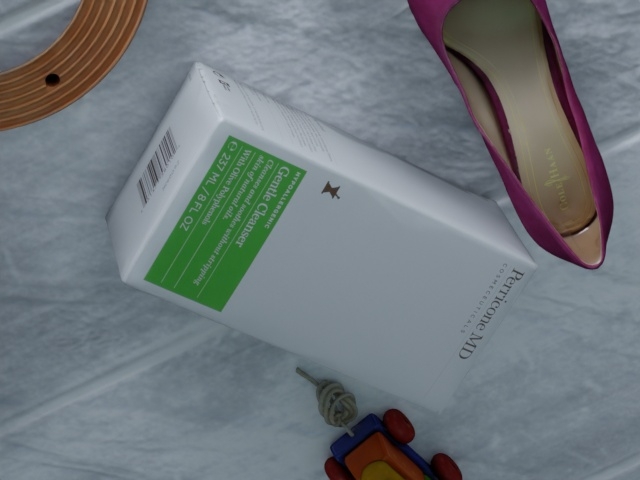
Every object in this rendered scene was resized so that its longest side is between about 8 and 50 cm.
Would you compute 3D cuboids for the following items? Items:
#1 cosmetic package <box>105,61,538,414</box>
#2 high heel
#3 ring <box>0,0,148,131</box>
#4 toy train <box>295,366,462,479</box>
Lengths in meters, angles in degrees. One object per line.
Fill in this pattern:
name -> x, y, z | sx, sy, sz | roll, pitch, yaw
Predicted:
cosmetic package -> 0.000, 0.000, 1.854 | 0.365, 0.155, 0.197 | 23, 108, -23
high heel -> 0.190, -0.151, 1.797 | 0.127, 0.181, 0.377 | -29, 121, 4
ring -> -0.318, -0.251, 1.709 | 0.337, 0.032, 0.336 | -6, 119, -10
toy train -> 0.061, 0.247, 2.012 | 0.105, 0.143, 0.248 | -40, 120, 10
